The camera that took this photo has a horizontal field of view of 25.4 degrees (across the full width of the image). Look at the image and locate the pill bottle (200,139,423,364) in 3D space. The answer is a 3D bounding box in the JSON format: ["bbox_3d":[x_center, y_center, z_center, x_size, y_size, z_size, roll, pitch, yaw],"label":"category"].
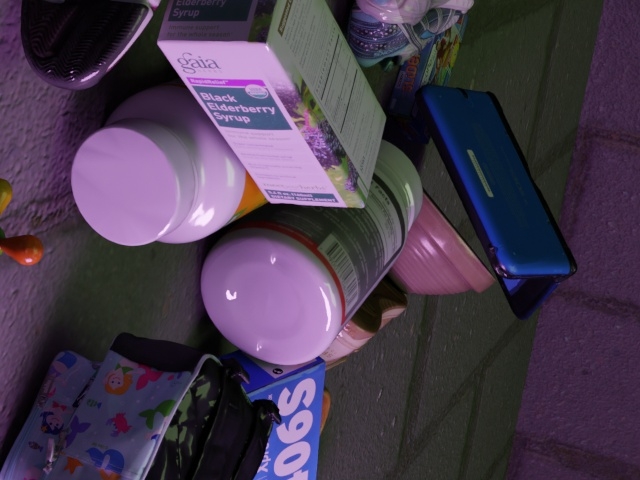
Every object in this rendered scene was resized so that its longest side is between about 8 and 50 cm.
[{"bbox_3d":[0.000,0.000,1.575,0.283,0.161,0.161,-48,148,-52],"label":"pill bottle"}]

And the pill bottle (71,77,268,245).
[{"bbox_3d":[-0.110,-0.075,1.247,0.246,0.136,0.136,-34,136,-62],"label":"pill bottle"}]

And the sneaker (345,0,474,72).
[{"bbox_3d":[0.097,-0.277,1.763,0.122,0.110,0.283,-62,163,21],"label":"sneaker"}]

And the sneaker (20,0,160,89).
[{"bbox_3d":[-0.133,-0.230,1.118,0.162,0.106,0.281,48,59,-71],"label":"sneaker"}]

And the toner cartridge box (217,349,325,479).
[{"bbox_3d":[-0.089,0.286,1.589,0.165,0.075,0.348,-19,126,-34],"label":"toner cartridge box"}]

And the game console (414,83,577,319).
[{"bbox_3d":[0.212,-0.045,1.966,0.250,0.293,0.173,0,150,-49],"label":"game console"}]

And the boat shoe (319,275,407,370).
[{"bbox_3d":[0.022,0.083,1.808,0.110,0.121,0.341,-42,176,15],"label":"boat shoe"}]

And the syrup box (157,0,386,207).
[{"bbox_3d":[-0.032,-0.125,1.128,0.237,0.093,0.096,55,44,-55],"label":"syrup box"}]

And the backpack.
[{"bbox_3d":[-0.167,0.227,1.239,0.225,0.191,0.253,62,39,-58],"label":"backpack"}]

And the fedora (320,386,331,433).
[{"bbox_3d":[-0.039,0.212,1.757,0.194,0.079,0.194,15,90,-70],"label":"fedora"}]

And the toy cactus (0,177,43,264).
[{"bbox_3d":[-0.280,0.048,0.954,0.180,0.112,0.219,-29,141,-51],"label":"toy cactus"}]

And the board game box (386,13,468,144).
[{"bbox_3d":[0.153,-0.250,1.997,0.136,0.035,0.201,42,65,-69],"label":"board game box"}]

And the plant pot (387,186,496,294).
[{"bbox_3d":[0.121,-0.005,1.897,0.110,0.237,0.237,-40,160,5],"label":"plant pot"}]
